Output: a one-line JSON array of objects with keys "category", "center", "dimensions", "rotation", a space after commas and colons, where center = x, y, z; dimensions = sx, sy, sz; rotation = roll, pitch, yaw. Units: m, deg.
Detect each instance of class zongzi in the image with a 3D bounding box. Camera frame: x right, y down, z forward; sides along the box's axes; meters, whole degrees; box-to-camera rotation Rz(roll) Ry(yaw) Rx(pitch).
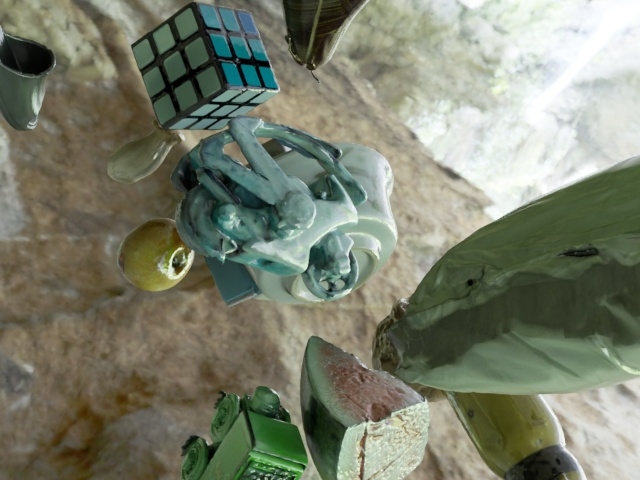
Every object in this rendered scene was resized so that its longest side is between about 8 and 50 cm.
[{"category": "zongzi", "center": [0.047, -0.369, 1.316], "dimensions": [0.241, 0.247, 0.111], "rotation": [16, -129, 20]}]

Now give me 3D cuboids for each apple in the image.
[{"category": "apple", "center": [-0.398, 0.033, 1.935], "dimensions": [0.155, 0.182, 0.182], "rotation": [19, -171, 33]}]

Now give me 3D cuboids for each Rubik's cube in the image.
[{"category": "Rubik's cube", "center": [-0.106, -0.025, 1.926], "dimensions": [0.368, 0.358, 0.387], "rotation": [-22, -91, -61]}, {"category": "Rubik's cube", "center": [-0.194, -0.289, 1.362], "dimensions": [0.160, 0.163, 0.162], "rotation": [-14, -101, -58]}]

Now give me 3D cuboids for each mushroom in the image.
[{"category": "mushroom", "center": [-0.426, -0.212, 1.946], "dimensions": [0.097, 0.212, 0.088], "rotation": [50, -162, -9]}]

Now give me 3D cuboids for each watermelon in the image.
[{"category": "watermelon", "center": [0.067, 0.280, 1.296], "dimensions": [0.201, 0.213, 0.261], "rotation": [-9, -148, -11]}]

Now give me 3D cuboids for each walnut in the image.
[{"category": "walnut", "center": [0.242, 0.233, 1.802], "dimensions": [0.227, 0.273, 0.273], "rotation": [20, -163, -15]}]

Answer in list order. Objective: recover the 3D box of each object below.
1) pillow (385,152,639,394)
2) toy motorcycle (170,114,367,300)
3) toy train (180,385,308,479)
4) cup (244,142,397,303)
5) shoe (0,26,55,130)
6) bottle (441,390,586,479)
[{"category": "pillow", "center": [0.236, 0.015, 0.550], "dimensions": [0.283, 0.310, 0.138], "rotation": [-1, -111, -57]}, {"category": "toy motorcycle", "center": [-0.053, -0.048, 1.012], "dimensions": [0.260, 0.206, 0.154], "rotation": [20, 156, -27]}, {"category": "toy train", "center": [-0.126, 0.357, 1.262], "dimensions": [0.132, 0.243, 0.188], "rotation": [24, -160, -25]}, {"category": "cup", "center": [0.000, 0.000, 1.444], "dimensions": [0.347, 0.347, 0.163], "rotation": [11, -136, -43]}, {"category": "shoe", "center": [-0.446, -0.264, 1.196], "dimensions": [0.093, 0.241, 0.108], "rotation": [-13, -129, -4]}, {"category": "bottle", "center": [0.374, 0.373, 1.545], "dimensions": [0.171, 0.171, 0.351], "rotation": [13, -141, -41]}]
